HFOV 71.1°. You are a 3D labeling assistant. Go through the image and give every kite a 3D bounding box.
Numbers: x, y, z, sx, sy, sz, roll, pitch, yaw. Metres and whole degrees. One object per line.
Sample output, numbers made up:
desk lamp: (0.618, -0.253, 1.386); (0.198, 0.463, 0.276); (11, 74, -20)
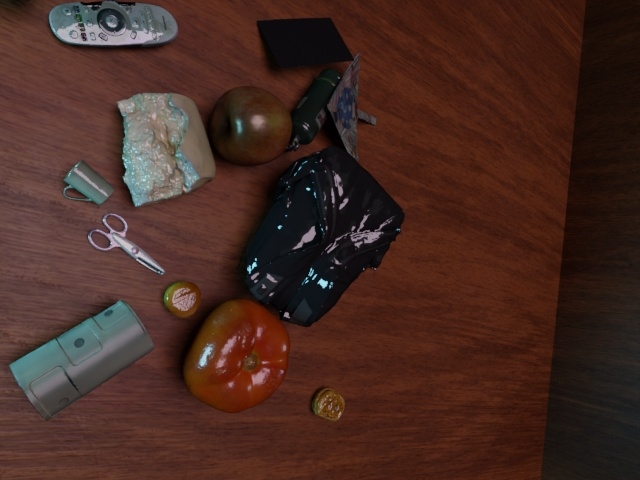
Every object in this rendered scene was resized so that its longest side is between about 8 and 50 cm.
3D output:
kite: (0.101, -0.379, 1.312); (0.314, 0.011, 0.335); (-12, 107, -58)

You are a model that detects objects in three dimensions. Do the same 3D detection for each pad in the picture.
pad: (-0.037, -0.546, 1.227); (0.243, 0.004, 0.164); (-18, 75, -29)

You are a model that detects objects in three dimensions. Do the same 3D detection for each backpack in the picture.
backpack: (0.000, 0.000, 1.149); (0.363, 0.255, 0.446); (37, 80, -23)

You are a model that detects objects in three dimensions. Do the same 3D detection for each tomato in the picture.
tomato: (-0.195, 0.268, 1.042); (0.259, 0.180, 0.260); (-3, 94, -37)

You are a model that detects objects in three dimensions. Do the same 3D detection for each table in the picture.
table: (-0.458, 0.227, 0.876); (0.220, 0.126, 0.126); (-34, 109, -31)

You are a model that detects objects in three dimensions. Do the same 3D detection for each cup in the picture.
cup: (-0.477, -0.109, 0.912); (0.083, 0.054, 0.075); (46, 63, -30)

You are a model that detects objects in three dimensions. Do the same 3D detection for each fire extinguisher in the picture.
fire extinguisher: (-0.029, -0.339, 1.233); (0.093, 0.118, 0.294); (30, 67, 0)

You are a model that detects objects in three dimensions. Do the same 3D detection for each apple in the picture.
apple: (-0.163, -0.270, 1.072); (0.174, 0.188, 0.188); (-6, 93, -42)

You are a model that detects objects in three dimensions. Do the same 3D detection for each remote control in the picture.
remote control: (-0.434, -0.460, 0.957); (0.256, 0.045, 0.097); (-14, 97, -34)

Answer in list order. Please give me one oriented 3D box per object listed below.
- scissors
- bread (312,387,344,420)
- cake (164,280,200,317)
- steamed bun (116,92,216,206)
scissors: (-0.413, 0.020, 0.978); (0.176, 0.022, 0.085); (45, 61, -25)
bread: (0.025, 0.472, 1.294); (0.110, 0.044, 0.083); (33, 67, -34)
cake: (-0.318, 0.136, 1.036); (0.084, 0.044, 0.084); (2, 87, -36)
steamed bun: (-0.331, -0.204, 0.954); (0.200, 0.170, 0.226); (-21, 101, -31)
